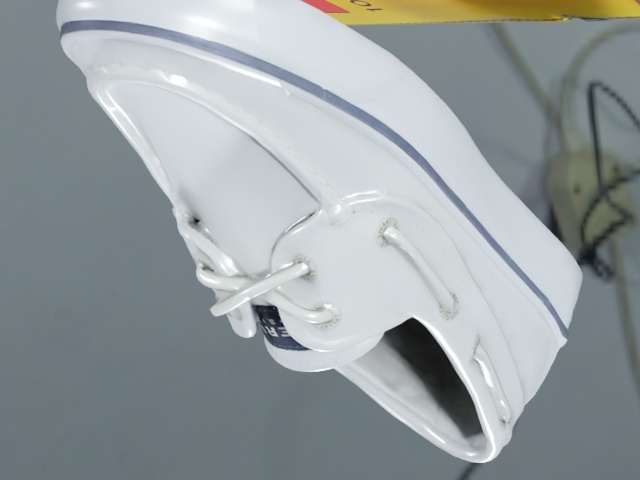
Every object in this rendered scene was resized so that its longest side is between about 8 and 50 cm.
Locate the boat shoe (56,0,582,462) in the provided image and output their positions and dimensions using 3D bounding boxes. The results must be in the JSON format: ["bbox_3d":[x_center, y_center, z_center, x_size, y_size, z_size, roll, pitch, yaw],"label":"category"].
[{"bbox_3d":[0.000,0.000,0.663,0.096,0.088,0.267,7,159,33],"label":"boat shoe"}]

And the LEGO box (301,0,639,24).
[{"bbox_3d":[-0.116,-0.236,0.627,0.500,0.372,0.193,19,84,-35],"label":"LEGO box"}]
